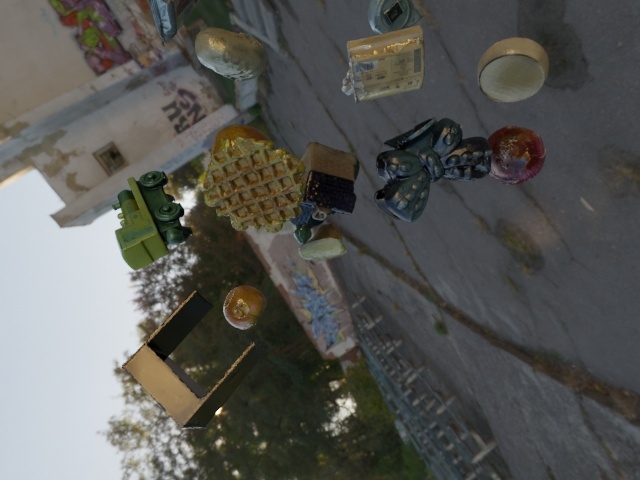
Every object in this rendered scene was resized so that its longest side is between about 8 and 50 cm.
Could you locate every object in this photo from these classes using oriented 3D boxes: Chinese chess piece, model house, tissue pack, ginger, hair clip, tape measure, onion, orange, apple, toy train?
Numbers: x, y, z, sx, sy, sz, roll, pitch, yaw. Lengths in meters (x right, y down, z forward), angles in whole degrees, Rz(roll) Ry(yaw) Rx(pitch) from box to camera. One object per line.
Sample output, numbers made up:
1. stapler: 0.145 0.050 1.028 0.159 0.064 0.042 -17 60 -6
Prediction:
1. Chinese chess piece: 0.712 -0.629 1.720 0.250 0.103 0.250 15 155 7
2. model house: -0.004 -0.148 1.687 0.284 0.243 0.298 -87 18 -45
3. tissue pack: 0.194 -0.512 1.354 0.186 0.222 0.090 70 -173 -58
4. ginger: -0.003 0.003 1.833 0.115 0.193 0.122 62 -164 -52
5. hair clip: 0.269 -0.196 1.190 0.206 0.310 0.194 60 174 -12
6. tape measure: 0.173 -0.761 1.393 0.330 0.164 0.084 39 -175 -36
7. onion: 0.718 -0.320 1.730 0.230 0.230 0.163 55 -153 12
8. orange: -0.278 -0.305 1.662 0.236 0.236 0.236 56 177 4
9. apple: -0.250 0.214 1.501 0.146 0.146 0.146 56 177 4
10. toy train: -0.599 -0.091 1.588 0.369 0.237 0.150 52 161 38

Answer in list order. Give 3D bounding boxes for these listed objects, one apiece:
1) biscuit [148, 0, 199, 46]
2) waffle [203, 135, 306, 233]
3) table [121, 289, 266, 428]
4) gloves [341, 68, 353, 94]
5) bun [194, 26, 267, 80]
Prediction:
1. biscuit: -0.499 -0.851 1.627 0.079 0.309 0.186 19 152 3
2. waffle: -0.190 -0.153 1.352 0.302 0.325 0.068 20 -140 -4
3. table: -0.347 0.341 1.323 0.251 0.282 0.196 36 165 17
4. gloves: 0.173 -0.655 1.810 0.097 0.229 0.119 -12 -109 -53
5. bun: -0.327 -0.677 1.689 0.273 0.168 0.273 16 -156 -7
